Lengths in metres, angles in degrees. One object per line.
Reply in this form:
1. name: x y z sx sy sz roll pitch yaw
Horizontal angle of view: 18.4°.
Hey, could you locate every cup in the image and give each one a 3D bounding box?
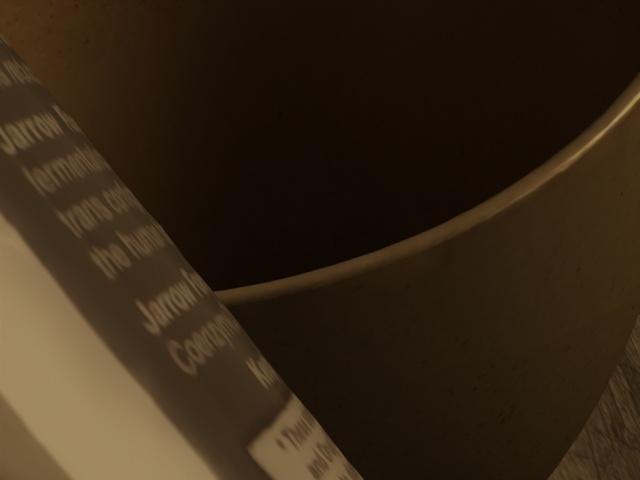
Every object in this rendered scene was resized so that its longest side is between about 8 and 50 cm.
1. cup: 0.000 0.000 0.805 0.331 0.331 0.237 -113 -175 -51

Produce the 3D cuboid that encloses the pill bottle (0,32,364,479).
1. pill bottle: -0.149 0.010 0.377 0.361 0.204 0.204 52 12 0
